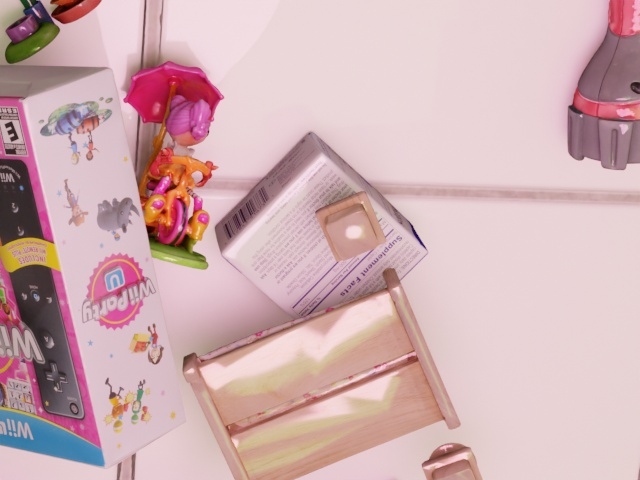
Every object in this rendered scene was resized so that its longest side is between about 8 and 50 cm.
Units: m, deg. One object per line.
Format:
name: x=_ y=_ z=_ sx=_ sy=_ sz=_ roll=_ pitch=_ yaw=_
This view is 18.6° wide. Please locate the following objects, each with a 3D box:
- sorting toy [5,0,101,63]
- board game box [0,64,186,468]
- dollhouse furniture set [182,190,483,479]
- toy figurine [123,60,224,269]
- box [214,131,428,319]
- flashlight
sorting toy: x=-0.228 y=-0.190 z=1.607 sx=0.102 sy=0.061 sz=0.042 roll=-40 pitch=112 yaw=-20
board game box: x=-0.244 y=0.015 z=1.580 sx=0.097 sy=0.224 sz=0.303 roll=-29 pitch=115 yaw=-43
dollhouse furniture set: x=-0.040 y=0.155 z=1.706 sx=0.303 sy=0.174 sz=0.355 roll=-21 pitch=106 yaw=3
toy figurine: x=-0.129 y=-0.069 z=1.624 sx=0.130 sy=0.173 sz=0.159 roll=14 pitch=93 yaw=-28
box: x=0.000 y=0.000 z=1.706 sx=0.126 sy=0.072 sz=0.137 roll=-45 pitch=110 yaw=7
flashlight: x=0.264 y=-0.217 z=1.669 sx=0.103 sy=0.103 sz=0.304 roll=-4 pitch=110 yaw=-6
